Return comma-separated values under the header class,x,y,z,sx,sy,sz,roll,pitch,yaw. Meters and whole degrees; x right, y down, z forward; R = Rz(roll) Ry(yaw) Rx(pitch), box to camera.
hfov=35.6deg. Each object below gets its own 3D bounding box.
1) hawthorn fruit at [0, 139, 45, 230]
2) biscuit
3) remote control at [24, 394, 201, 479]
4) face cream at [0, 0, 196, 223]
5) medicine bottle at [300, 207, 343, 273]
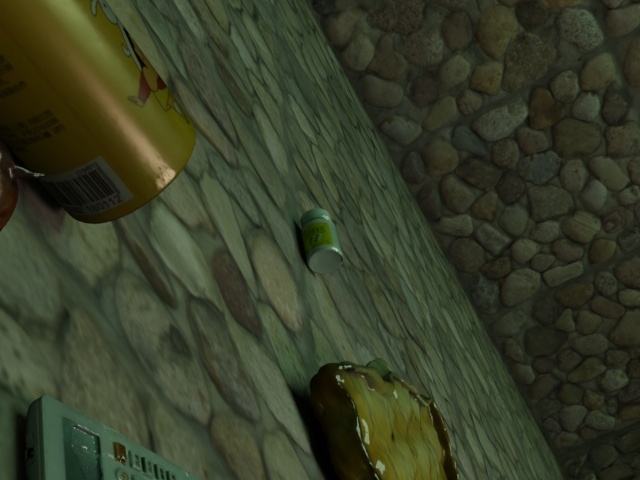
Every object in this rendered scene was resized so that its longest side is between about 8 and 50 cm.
class,x,y,z,sx,sy,sz,roll,pitch,yaw
hawthorn fruit,-0.170,-0.023,0.430,0.081,0.093,0.081,61,10,-19
biscuit,0.073,0.228,1.059,0.335,0.078,0.329,57,16,-32
remote control,-0.104,0.142,0.544,0.162,0.029,0.061,46,19,-46
face cream,-0.203,-0.160,0.558,0.348,0.105,0.105,55,14,-38
medicine bottle,0.000,0.000,1.275,0.047,0.047,0.083,54,15,-42
